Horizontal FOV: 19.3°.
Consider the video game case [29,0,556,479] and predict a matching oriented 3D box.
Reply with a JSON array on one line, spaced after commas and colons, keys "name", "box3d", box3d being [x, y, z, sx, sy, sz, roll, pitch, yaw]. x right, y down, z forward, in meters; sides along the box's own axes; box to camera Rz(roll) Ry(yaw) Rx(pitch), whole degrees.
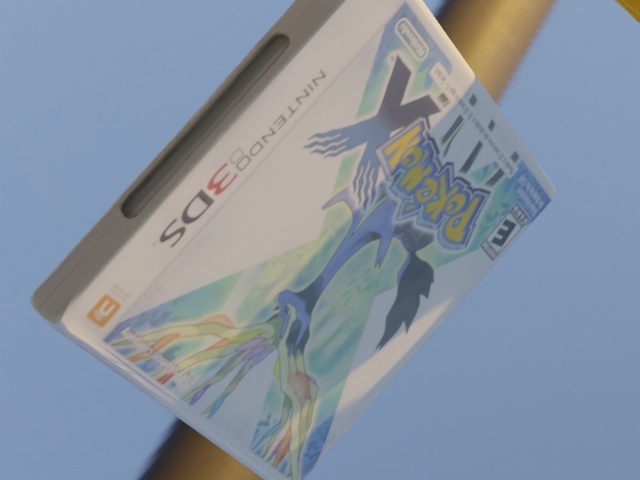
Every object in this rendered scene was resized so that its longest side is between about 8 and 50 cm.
[{"name": "video game case", "box3d": [0.000, 0.000, 1.242, 0.300, 0.329, 0.036, -48, -126, -2]}]

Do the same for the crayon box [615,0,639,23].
[{"name": "crayon box", "box3d": [0.276, -0.253, 1.328, 0.323, 0.083, 0.203, 43, -65, 2]}]
